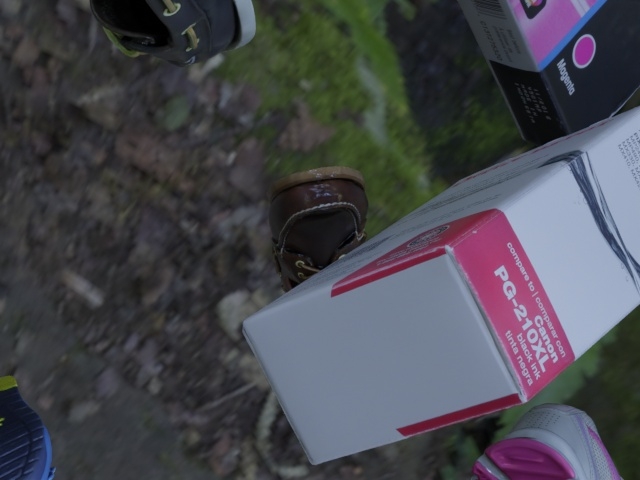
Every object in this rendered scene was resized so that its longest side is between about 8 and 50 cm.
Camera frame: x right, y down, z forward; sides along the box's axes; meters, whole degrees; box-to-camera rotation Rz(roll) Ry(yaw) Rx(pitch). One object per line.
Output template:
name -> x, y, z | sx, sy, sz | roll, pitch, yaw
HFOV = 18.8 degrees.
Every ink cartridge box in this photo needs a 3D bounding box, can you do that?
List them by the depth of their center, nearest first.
ink cartridge box -> 0.098, 0.023, 1.137 | 0.237, 0.172, 0.100 | -32, 97, -46
ink cartridge box -> 0.245, -0.248, 1.370 | 0.371, 0.069, 0.176 | -48, 132, -20

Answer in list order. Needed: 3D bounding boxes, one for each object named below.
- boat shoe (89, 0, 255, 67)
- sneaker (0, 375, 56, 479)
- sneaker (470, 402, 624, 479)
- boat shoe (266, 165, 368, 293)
boat shoe -> -0.075, -0.122, 0.868 | 0.068, 0.228, 0.081 | -37, 84, -10
sneaker -> -0.175, 0.127, 1.099 | 0.053, 0.144, 0.059 | -20, 111, -6
sneaker -> 0.181, 0.221, 1.362 | 0.111, 0.103, 0.252 | -48, 136, -50
boat shoe -> 0.000, 0.000, 1.409 | 0.073, 0.207, 0.073 | -7, 77, -1
